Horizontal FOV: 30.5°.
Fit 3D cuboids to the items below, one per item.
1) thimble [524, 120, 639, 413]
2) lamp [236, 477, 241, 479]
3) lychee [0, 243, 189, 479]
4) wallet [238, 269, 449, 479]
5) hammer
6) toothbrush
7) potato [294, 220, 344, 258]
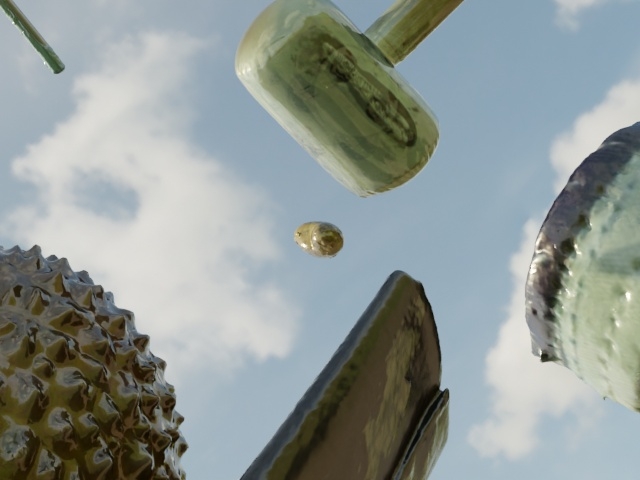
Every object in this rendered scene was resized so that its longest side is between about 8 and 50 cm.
[{"bbox_3d":[0.284,0.025,0.993,0.237,0.150,0.237,-27,-47,-32],"label":"thimble"},{"bbox_3d":[0.006,0.273,0.971,0.223,0.196,0.223,-3,-78,-16],"label":"lamp"},{"bbox_3d":[-0.284,0.197,0.922,0.380,0.432,0.380,-2,-58,-3],"label":"lychee"},{"bbox_3d":[0.006,0.175,0.729,0.321,0.044,0.170,-50,-46,-42],"label":"wallet"},{"bbox_3d":[0.081,-0.201,1.064,0.305,0.113,0.202,-48,-67,-7],"label":"hammer"},{"bbox_3d":[-0.195,-0.155,0.633,0.014,0.167,0.011,-38,7,11],"label":"toothbrush"},{"bbox_3d":[0.000,0.000,1.393,0.045,0.092,0.046,-18,-81,-25],"label":"potato"}]
